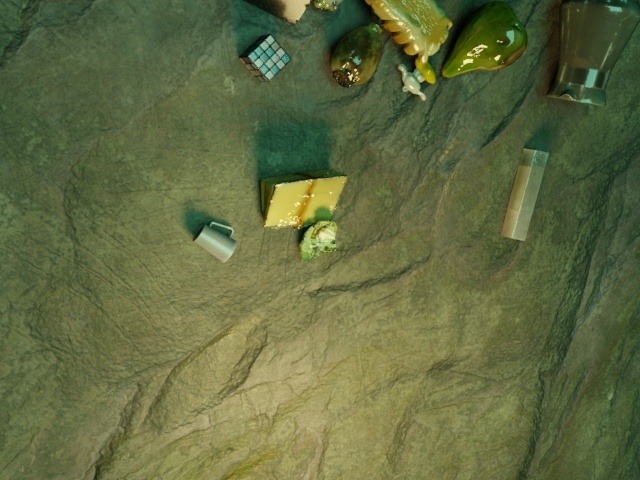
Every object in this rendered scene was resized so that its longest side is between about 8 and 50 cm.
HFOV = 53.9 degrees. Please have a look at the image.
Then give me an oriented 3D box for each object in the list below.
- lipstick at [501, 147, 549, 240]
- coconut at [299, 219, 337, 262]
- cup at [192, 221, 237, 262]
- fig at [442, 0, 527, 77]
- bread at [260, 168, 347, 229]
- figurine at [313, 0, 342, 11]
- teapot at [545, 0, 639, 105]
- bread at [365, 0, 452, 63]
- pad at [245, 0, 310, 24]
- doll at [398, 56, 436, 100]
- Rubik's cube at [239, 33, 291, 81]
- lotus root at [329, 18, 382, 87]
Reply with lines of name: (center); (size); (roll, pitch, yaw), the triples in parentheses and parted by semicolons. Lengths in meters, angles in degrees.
lipstick: (0.717, -0.162, 2.215); (0.066, 0.068, 0.317); (8, 99, -26)
coconut: (-0.004, -0.002, 1.945); (0.158, 0.055, 0.133); (-50, 143, 12)
cup: (-0.299, -0.006, 1.824); (0.116, 0.074, 0.104); (35, 64, -22)
fig: (0.491, -0.606, 1.959); (0.275, 0.206, 0.206); (-29, 116, 17)
bread: (-0.045, -0.109, 1.863); (0.240, 0.135, 0.178); (-9, 107, -24)
figurine: (0.030, -0.743, 1.767); (0.147, 0.094, 0.197); (2, 95, -46)
teapot: (0.901, -0.635, 2.103); (0.300, 0.253, 0.343); (-13, 119, -53)
bread: (0.249, -0.682, 1.854); (0.311, 0.121, 0.172); (42, 80, -26)
pad: (-0.079, -0.735, 1.648); (0.220, 0.004, 0.330); (19, 136, -27)
doll: (0.305, -0.499, 1.959); (0.113, 0.071, 0.135); (-22, 115, -9)
Rubik's cube: (-0.154, -0.503, 1.742); (0.092, 0.092, 0.092); (-47, 116, -6)
lotus root: (0.113, -0.545, 1.830); (0.138, 0.138, 0.214); (39, 85, -26)
